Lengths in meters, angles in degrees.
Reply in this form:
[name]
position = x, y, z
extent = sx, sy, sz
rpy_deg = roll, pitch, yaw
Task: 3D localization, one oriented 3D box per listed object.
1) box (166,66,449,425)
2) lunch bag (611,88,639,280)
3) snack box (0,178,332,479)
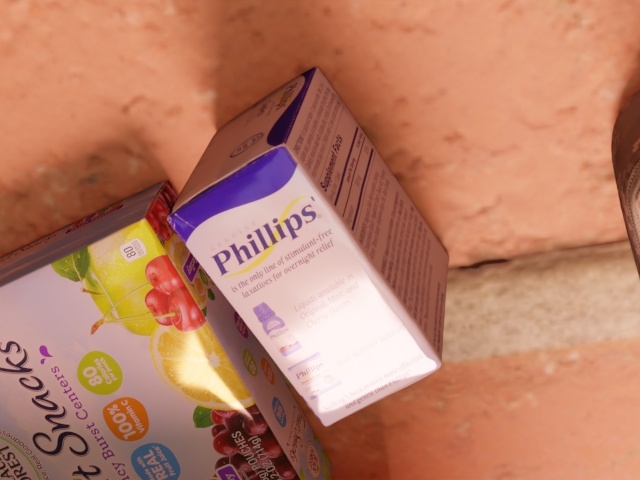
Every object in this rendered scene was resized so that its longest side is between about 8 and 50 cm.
[box]
position = 0.000, 0.000, 0.696
extent = 0.072, 0.126, 0.137
rpy_deg = -30, 106, 18
[lunch bag]
position = 0.298, 0.010, 0.601
extent = 0.305, 0.256, 0.212
rpy_deg = -16, 111, 11
[snack box]
position = -0.116, 0.095, 0.777
extent = 0.174, 0.070, 0.207
rpy_deg = -23, 108, 14
